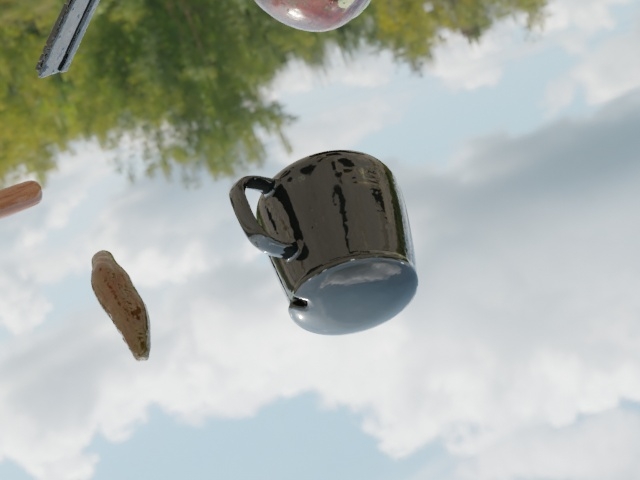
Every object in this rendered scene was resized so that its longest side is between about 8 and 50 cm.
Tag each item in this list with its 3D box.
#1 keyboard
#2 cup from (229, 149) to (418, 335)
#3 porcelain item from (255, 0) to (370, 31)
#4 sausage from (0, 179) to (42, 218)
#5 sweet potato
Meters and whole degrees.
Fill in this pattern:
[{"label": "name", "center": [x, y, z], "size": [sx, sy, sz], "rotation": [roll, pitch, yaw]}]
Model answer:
[{"label": "keyboard", "center": [-0.295, -0.307, 1.508], "size": [0.231, 0.023, 0.072], "rotation": [-59, 174, 23]}, {"label": "cup", "center": [0.000, 0.000, 1.328], "size": [0.223, 0.177, 0.169], "rotation": [14, 137, -36]}, {"label": "porcelain item", "center": [0.001, -0.425, 1.670], "size": [0.253, 0.253, 0.253], "rotation": [-19, -166, 5]}, {"label": "sausage", "center": [-0.372, -0.048, 1.457], "size": [0.034, 0.034, 0.083], "rotation": [-7, -166, 43]}, {"label": "sweet potato", "center": [-0.297, 0.074, 1.767], "size": [0.058, 0.078, 0.255], "rotation": [-37, -138, 1]}]
